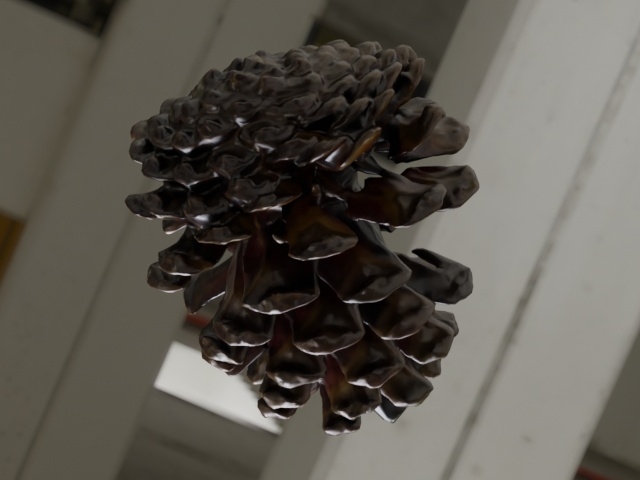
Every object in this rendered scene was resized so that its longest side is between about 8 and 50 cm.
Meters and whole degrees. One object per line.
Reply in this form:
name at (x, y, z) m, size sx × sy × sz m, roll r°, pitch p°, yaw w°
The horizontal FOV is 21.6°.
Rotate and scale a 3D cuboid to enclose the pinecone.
pinecone at (0.003, 0.000, 1.156) m, size 0.246 × 0.246 × 0.292 m, roll 26°, pitch 143°, yaw 49°
